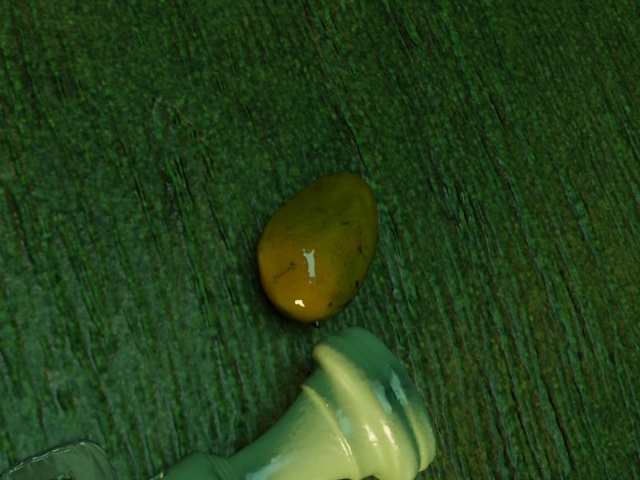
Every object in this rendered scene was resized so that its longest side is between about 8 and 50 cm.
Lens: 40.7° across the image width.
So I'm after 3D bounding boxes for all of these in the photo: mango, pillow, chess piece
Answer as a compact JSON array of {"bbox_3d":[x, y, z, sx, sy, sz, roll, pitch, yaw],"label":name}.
[{"bbox_3d":[0.000,0.000,1.113,0.147,0.109,0.227,27,61,-6],"label":"mango"},{"bbox_3d":[-0.250,0.330,0.928,0.130,0.038,0.233,-22,78,-30],"label":"pillow"},{"bbox_3d":[-0.038,0.245,0.976,0.299,0.194,0.194,-28,83,-19],"label":"chess piece"}]
